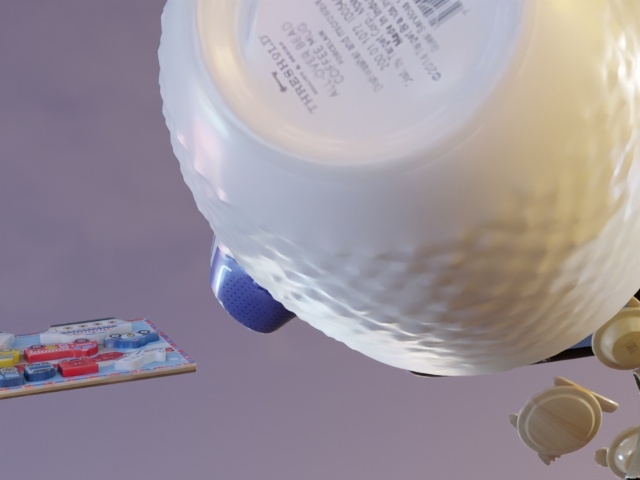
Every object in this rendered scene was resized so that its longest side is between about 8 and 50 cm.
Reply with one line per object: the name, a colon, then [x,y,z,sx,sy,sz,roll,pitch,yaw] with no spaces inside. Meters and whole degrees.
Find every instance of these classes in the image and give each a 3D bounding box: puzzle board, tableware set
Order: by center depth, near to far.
puzzle board: [-0.144,0.063,1.080,0.128,0.011,0.096,-6,16,-21]
tableware set: [0.234,0.118,1.439,0.141,0.020,0.169,30,-66,-22]

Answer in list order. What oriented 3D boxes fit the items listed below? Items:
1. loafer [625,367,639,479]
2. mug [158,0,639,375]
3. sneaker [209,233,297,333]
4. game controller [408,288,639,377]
loafer: [0.217,0.141,1.228,0.050,0.148,0.056,-13,-34,7]
mug: [0.036,-0.124,1.050,0.276,0.374,0.328,-22,-14,8]
sneaker: [0.001,-0.001,1.758,0.127,0.182,0.315,29,-52,-20]
game controller: [0.247,0.091,2.125,0.319,0.067,0.166,-8,-37,1]
